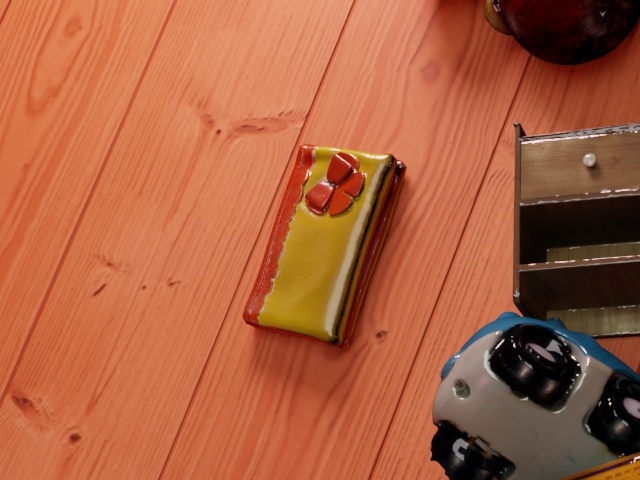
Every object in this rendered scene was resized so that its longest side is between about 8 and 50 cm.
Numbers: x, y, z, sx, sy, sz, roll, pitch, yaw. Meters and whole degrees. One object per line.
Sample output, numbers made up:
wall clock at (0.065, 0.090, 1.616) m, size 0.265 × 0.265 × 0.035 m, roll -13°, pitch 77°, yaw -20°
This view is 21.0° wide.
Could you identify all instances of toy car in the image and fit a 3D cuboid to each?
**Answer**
toy car at (0.245, 0.180, 1.819) m, size 0.255 × 0.190 × 0.188 m, roll 30°, pitch 116°, yaw 0°

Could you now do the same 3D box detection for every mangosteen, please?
mangosteen at (0.278, -0.291, 2.008) m, size 0.199 × 0.200 × 0.200 m, roll -7°, pitch 67°, yaw 18°

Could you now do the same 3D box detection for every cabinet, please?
cabinet at (0.308, -0.018, 1.891) m, size 0.174 × 0.148 × 0.215 m, roll -5°, pitch 67°, yaw 19°

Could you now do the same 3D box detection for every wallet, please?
wallet at (0.000, 0.000, 2.049) m, size 0.141 × 0.067 × 0.241 m, roll 11°, pitch 75°, yaw 26°

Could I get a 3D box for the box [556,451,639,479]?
box at (0.337, 0.309, 1.722) m, size 0.301 × 0.193 × 0.084 m, roll -21°, pitch 27°, yaw 12°
